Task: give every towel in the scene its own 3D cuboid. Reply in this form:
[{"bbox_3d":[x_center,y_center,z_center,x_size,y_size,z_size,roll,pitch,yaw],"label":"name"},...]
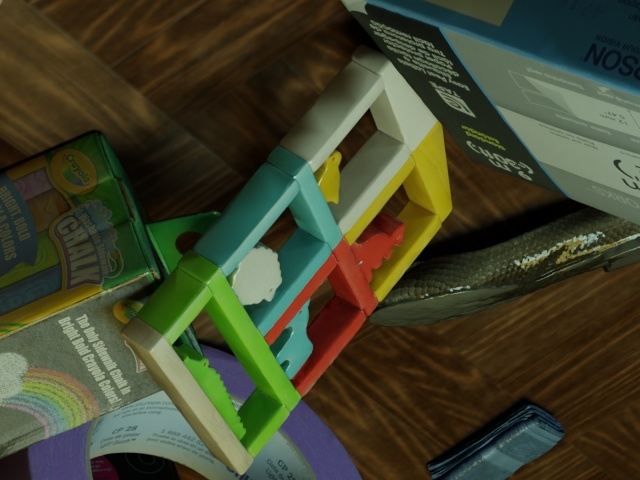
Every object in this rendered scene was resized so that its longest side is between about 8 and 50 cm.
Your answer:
[{"bbox_3d":[0.158,0.192,1.769,0.119,0.029,0.067,-38,142,17],"label":"towel"}]

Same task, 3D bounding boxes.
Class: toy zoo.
[{"bbox_3d":[0.000,0.000,1.313,0.293,0.030,0.192,-50,149,-15],"label":"toy zoo"}]

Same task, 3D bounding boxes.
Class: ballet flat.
[{"bbox_3d":[0.152,0.012,1.524,0.250,0.058,0.084,-17,166,0],"label":"ballet flat"}]

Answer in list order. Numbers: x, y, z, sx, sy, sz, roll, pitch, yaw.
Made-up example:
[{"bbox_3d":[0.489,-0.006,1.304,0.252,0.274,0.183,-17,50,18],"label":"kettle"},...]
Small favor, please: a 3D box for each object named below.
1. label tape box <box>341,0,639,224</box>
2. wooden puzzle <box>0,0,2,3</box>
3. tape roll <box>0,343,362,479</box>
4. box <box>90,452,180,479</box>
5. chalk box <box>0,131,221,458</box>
[{"bbox_3d":[0.195,-0.081,1.247,0.115,0.249,0.347,-58,143,-12],"label":"label tape box"},{"bbox_3d":[-0.323,-0.157,1.024,0.322,0.080,0.348,7,130,-36],"label":"wooden puzzle"},{"bbox_3d":[-0.100,0.202,1.427,0.275,0.274,0.090,4,136,-33],"label":"tape roll"},{"bbox_3d":[-0.226,0.272,1.525,0.247,0.163,0.142,-3,138,-25],"label":"box"},{"bbox_3d":[-0.161,0.029,1.299,0.213,0.132,0.132,-23,143,-2],"label":"chalk box"}]
